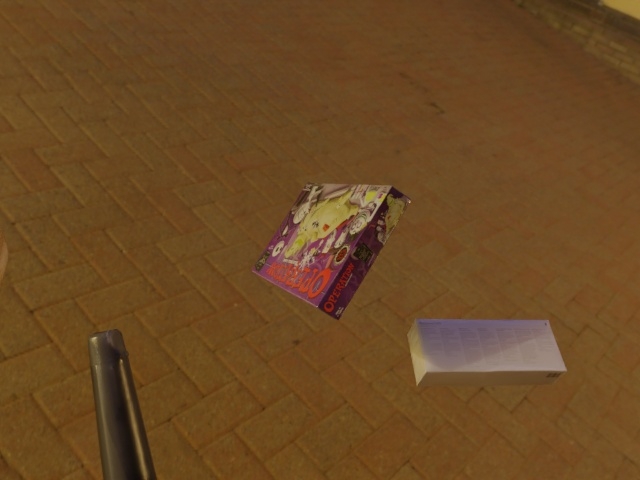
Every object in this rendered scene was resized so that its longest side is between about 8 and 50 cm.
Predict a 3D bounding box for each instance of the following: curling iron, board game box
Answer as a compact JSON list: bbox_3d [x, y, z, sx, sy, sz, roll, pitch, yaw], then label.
[{"bbox_3d":[-0.084,0.180,0.300,0.035,0.068,0.274,-7,80,-17],"label":"curling iron"},{"bbox_3d":[0.000,0.000,1.003,0.056,0.208,0.346,30,-6,-22],"label":"board game box"}]

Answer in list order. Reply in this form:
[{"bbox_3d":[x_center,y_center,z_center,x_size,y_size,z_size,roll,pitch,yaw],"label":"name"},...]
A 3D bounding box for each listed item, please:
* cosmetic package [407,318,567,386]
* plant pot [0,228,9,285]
[{"bbox_3d":[0.272,0.186,0.991,0.238,0.060,0.099,2,53,-9],"label":"cosmetic package"},{"bbox_3d":[-0.357,0.089,0.569,0.032,0.236,0.236,28,24,-31],"label":"plant pot"}]
